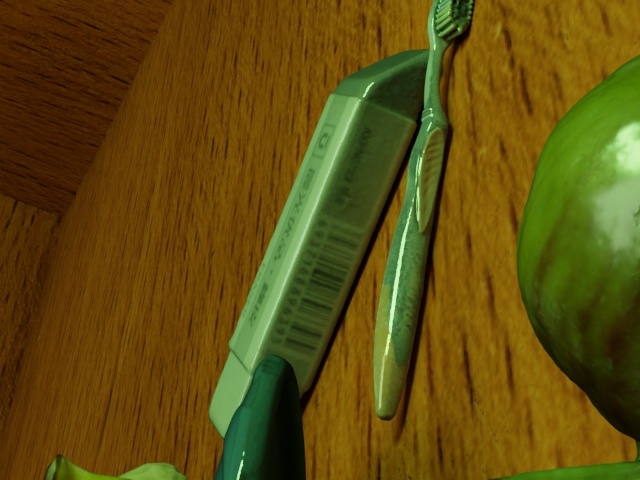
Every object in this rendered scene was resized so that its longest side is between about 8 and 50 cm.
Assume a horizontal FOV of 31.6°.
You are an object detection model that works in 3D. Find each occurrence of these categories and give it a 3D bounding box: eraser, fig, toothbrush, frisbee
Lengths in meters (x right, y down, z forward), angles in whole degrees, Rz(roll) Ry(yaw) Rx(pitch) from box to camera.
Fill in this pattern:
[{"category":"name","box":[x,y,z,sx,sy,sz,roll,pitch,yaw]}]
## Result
[{"category":"eraser","box":[0.000,0.000,0.926,0.351,0.061,0.089,-69,17,2]},{"category":"fig","box":[0.139,0.026,0.403,0.142,0.148,0.186,31,138,58]},{"category":"toothbrush","box":[0.074,-0.046,0.814,0.037,0.028,0.375,-29,42,52]},{"category":"frisbee","box":[-0.043,0.206,0.622,0.289,0.049,0.289,1,-90,-86]}]

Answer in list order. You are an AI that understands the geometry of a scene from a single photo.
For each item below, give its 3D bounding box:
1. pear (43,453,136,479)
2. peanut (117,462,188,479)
[{"category":"pear","box":[-0.145,0.351,0.732,0.340,0.191,0.386,-161,91,-78]},{"category":"peanut","box":[-0.189,0.307,1.042,0.256,0.124,0.123,-60,19,17]}]
